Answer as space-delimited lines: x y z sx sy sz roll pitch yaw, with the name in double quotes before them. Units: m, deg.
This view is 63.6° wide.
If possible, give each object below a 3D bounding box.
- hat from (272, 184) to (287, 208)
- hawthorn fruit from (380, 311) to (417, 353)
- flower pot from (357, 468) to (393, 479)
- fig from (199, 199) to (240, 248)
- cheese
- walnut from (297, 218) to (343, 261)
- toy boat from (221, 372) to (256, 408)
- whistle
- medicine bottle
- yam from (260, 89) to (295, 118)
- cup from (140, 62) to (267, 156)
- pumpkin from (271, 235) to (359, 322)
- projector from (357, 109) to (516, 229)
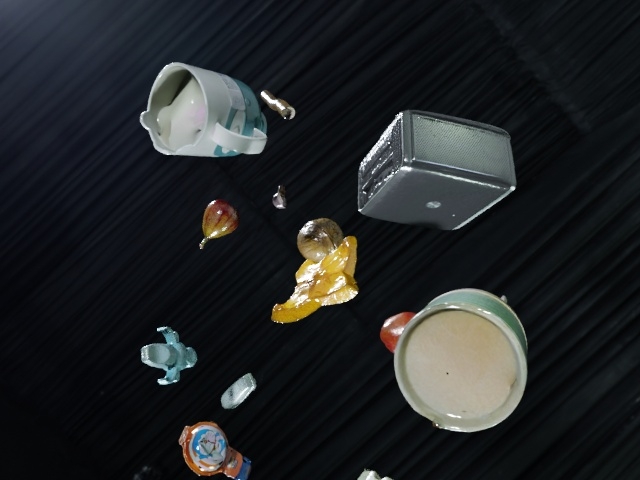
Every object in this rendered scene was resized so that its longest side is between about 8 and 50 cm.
"hat" -0.140 -0.144 1.712 0.087 0.042 0.058 76 -167 -49
"hawthorn fruit" 0.322 0.322 1.884 0.163 0.203 0.162 40 -155 -23
"flower pot" 0.097 0.611 0.984 0.290 0.259 0.290 29 147 22
"fig" -0.249 -0.035 1.222 0.089 0.125 0.089 38 171 7
"cheese" -0.421 0.859 2.080 0.329 0.129 0.217 39 -143 -14
"walnut" 0.000 0.000 1.879 0.167 0.167 0.207 48 164 -5
"toy boat" -0.330 0.613 2.075 0.085 0.260 0.078 -5 -123 -43
"whistle" -0.512 0.393 1.749 0.274 0.093 0.186 42 -141 -67
"medicine bottle" 0.314 0.222 1.098 0.235 0.236 0.406 47 -165 14
"yam" -0.153 -0.472 1.772 0.327 0.045 0.045 -128 18 -58
"cup" -0.269 -0.308 1.322 0.290 0.219 0.258 37 -156 26
"pumpkin" -0.006 0.131 1.649 0.095 0.290 0.258 54 -157 -31
"projector" 0.371 -0.226 1.745 0.405 0.242 0.395 8 158 -15
